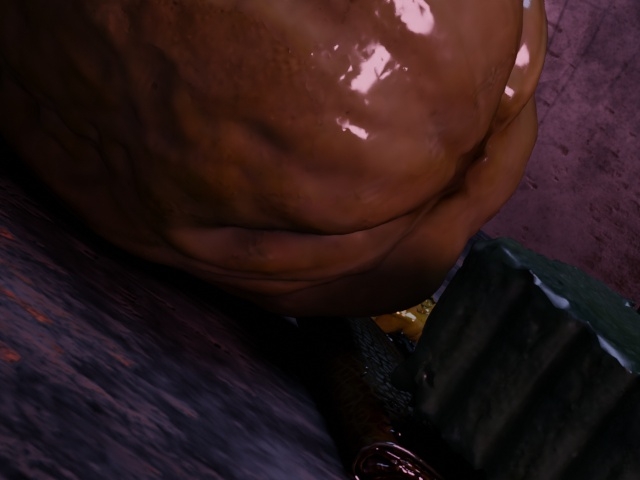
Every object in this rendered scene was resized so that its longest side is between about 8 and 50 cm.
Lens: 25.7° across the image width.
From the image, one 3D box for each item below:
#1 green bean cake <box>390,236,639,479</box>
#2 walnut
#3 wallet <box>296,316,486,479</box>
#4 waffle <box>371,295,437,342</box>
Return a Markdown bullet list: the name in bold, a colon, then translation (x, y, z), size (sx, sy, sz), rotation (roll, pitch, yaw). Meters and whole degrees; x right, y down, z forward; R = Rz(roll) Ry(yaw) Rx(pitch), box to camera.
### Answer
- **green bean cake**: translation (0.158, 0.101, 0.729), size (0.208, 0.107, 0.193), rotation (41, 12, 31)
- **walnut**: translation (-0.044, -0.121, 0.804), size (0.344, 0.306, 0.306), rotation (42, 10, 27)
- **wallet**: translation (0.053, 0.098, 0.814), size (0.133, 0.039, 0.243), rotation (37, 9, -18)
- **waffle**: translation (-0.001, 0.001, 1.097), size (0.254, 0.052, 0.245), rotation (27, 14, -45)
